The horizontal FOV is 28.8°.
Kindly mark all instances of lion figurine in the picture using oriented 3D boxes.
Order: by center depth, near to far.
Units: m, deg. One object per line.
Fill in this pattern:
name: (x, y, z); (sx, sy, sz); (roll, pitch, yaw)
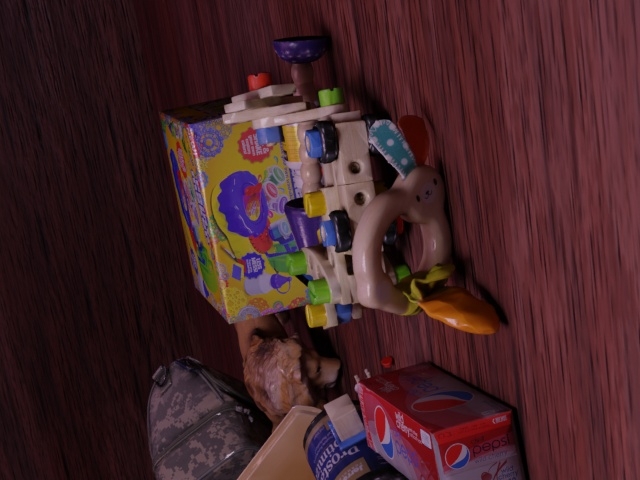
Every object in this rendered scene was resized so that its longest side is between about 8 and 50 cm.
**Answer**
lion figurine: (-0.088, 0.160, 2.032); (0.392, 0.142, 0.240); (53, 168, 45)

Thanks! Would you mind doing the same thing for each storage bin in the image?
storage bin: (-0.029, 0.415, 1.780); (0.260, 0.123, 0.262); (-55, 25, 24)

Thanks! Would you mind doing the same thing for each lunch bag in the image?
lunch bag: (-0.152, 0.356, 2.169); (0.305, 0.212, 0.256); (34, -161, -43)

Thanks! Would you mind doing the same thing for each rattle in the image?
rattle: (0.110, -0.022, 1.203); (0.142, 0.130, 0.200); (10, 86, 65)

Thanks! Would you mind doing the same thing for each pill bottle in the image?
pill bottle: (0.065, 0.316, 1.607); (0.219, 0.122, 0.123); (-122, 23, -55)
pill bottle: (-0.019, -0.131, 1.646); (0.065, 0.065, 0.116); (-140, 38, -69)

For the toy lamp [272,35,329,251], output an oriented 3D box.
toy lamp: (-0.014, -0.118, 1.576); (0.080, 0.080, 0.275); (-141, 47, -70)

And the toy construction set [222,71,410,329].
toy construction set: (0.009, -0.054, 1.459); (0.328, 0.151, 0.215); (67, 168, -6)

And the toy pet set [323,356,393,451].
toy pet set: (0.069, 0.221, 1.561); (0.065, 0.114, 0.122); (65, 176, -29)

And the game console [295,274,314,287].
game console: (0.000, 0.000, 1.682); (0.122, 0.071, 0.107); (-146, 44, -71)

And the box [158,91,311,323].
box: (-0.108, -0.061, 1.854); (0.279, 0.177, 0.290); (-152, 50, -72)

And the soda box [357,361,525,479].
soda box: (0.121, 0.199, 1.314); (0.263, 0.092, 0.084); (-161, 58, -74)
